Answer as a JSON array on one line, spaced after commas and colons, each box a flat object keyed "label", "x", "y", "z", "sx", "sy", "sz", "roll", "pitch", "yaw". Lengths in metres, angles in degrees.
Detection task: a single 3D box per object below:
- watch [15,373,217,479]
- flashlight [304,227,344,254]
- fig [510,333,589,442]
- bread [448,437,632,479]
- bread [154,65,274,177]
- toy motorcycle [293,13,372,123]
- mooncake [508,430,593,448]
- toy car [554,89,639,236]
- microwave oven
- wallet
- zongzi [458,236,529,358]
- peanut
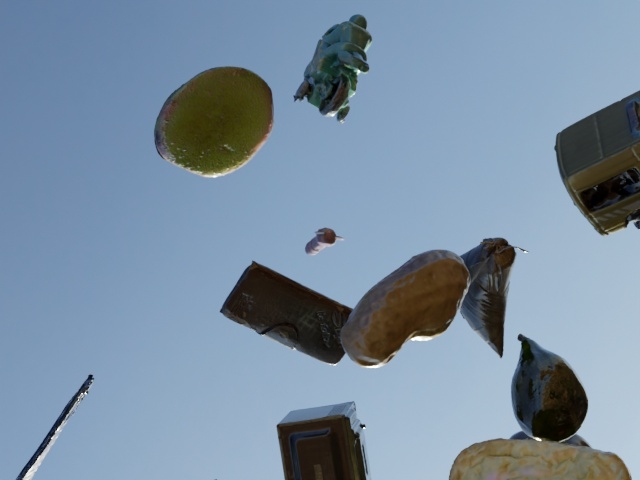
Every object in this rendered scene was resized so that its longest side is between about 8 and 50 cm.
[{"label": "watch", "x": -0.333, "y": 0.396, "z": 1.586, "sx": 0.275, "sy": 0.276, "sz": 0.068, "roll": -53, "pitch": -10, "yaw": 8}, {"label": "flashlight", "x": 0.000, "y": 0.000, "z": 1.700, "sx": 0.052, "sy": 0.110, "sz": 0.031, "roll": 15, "pitch": -109, "yaw": -16}, {"label": "fig", "x": 0.325, "y": 0.203, "z": 1.488, "sx": 0.117, "sy": 0.117, "sz": 0.178, "roll": 49, "pitch": -150, "yaw": -46}, {"label": "bread", "x": 0.314, "y": 0.389, "z": 1.404, "sx": 0.375, "sy": 0.236, "sz": 0.165, "roll": 56, "pitch": -143, "yaw": -58}, {"label": "bread", "x": -0.179, "y": -0.201, "z": 1.799, "sx": 0.228, "sy": 0.033, "sz": 0.229, "roll": -19, "pitch": -44, "yaw": -19}, {"label": "toy motorcycle", "x": 0.039, "y": -0.338, "z": 1.985, "sx": 0.109, "sy": 0.296, "sz": 0.198, "roll": 28, "pitch": -70, "yaw": -18}, {"label": "mooncake", "x": 0.417, "y": 0.492, "z": 1.905, "sx": 0.154, "sy": 0.306, "sz": 0.306, "roll": -68, "pitch": -32, "yaw": -55}, {"label": "toy car", "x": 0.370, "y": -0.105, "z": 1.037, "sx": 0.124, "sy": 0.256, "sz": 0.101, "roll": 40, "pitch": -143, "yaw": -34}, {"label": "microwave oven", "x": 0.016, "y": 0.371, "z": 1.626, "sx": 0.163, "sy": 0.129, "sz": 0.205, "roll": -2, "pitch": -98, "yaw": -84}, {"label": "wallet", "x": -0.042, "y": 0.127, "z": 1.700, "sx": 0.232, "sy": 0.031, "sz": 0.122, "roll": 26, "pitch": -63, "yaw": -18}, {"label": "zongzi", "x": 0.285, "y": 0.091, "z": 1.644, "sx": 0.084, "sy": 0.187, "sz": 0.184, "roll": -28, "pitch": -96, "yaw": -26}, {"label": "peanut", "x": 0.117, "y": 0.091, "z": 1.368, "sx": 0.226, "sy": 0.095, "sz": 0.108, "roll": -32, "pitch": -97, "yaw": -32}]
